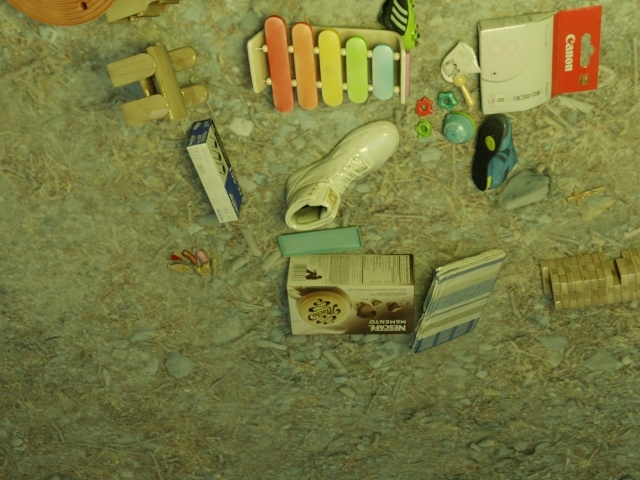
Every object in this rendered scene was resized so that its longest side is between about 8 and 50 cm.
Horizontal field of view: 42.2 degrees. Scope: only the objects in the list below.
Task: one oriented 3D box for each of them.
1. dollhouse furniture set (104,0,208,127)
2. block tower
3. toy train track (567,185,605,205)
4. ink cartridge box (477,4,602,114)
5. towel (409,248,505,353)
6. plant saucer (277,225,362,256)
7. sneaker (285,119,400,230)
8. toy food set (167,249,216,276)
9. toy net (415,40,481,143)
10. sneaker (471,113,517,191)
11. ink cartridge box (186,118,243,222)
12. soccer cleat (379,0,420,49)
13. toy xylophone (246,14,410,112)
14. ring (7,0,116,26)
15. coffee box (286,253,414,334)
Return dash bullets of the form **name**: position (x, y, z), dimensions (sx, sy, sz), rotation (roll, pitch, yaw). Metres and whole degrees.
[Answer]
- **dollhouse furniture set**: position (-0.280, -0.349, 1.541), dimensions (0.161, 0.212, 0.242), rotation (-13, 102, 16)
- **block tower**: position (0.691, 0.084, 1.933), dimensions (0.336, 0.097, 0.091), rotation (-8, 129, 11)
- **toy train track**: position (0.585, -0.105, 1.830), dimensions (0.083, 0.014, 0.048), rotation (-18, 120, 11)
- **ink cartridge box**: position (0.424, -0.346, 1.605), dimensions (0.233, 0.066, 0.189), rotation (-3, 130, 11)
- **towel**: position (0.325, 0.145, 1.991), dimensions (0.209, 0.034, 0.285), rotation (-16, 139, -27)
- **plant saucer**: position (0.000, 0.000, 1.948), dimensions (0.192, 0.018, 0.067), rotation (-6, 130, 9)
- **sneaker**: position (0.047, -0.123, 1.742), dimensions (0.293, 0.169, 0.108), rotation (-33, 120, 26)
- **toy food set**: position (-0.309, 0.049, 2.008), dimensions (0.122, 0.019, 0.078), rotation (12, 130, 3)
- **toy net**: position (0.261, -0.299, 1.665), dimensions (0.122, 0.045, 0.232), rotation (22, 131, 21)
- **sneaker**: position (0.373, -0.190, 1.726), dimensions (0.082, 0.069, 0.209), rotation (-21, 145, -16)
- **ink cartridge box**: position (-0.224, -0.148, 1.781), dimensions (0.046, 0.097, 0.207), rotation (-10, 129, 11)
- **soccer cleat**: position (0.143, -0.435, 1.543), dimensions (0.072, 0.060, 0.178), rotation (5, 132, 16)
- **toy xylophone**: position (0.014, -0.361, 1.571), dimensions (0.323, 0.081, 0.236), rotation (0, 130, 18)
- **ring**: position (-0.472, -0.543, 1.443), dimensions (0.337, 0.032, 0.336), rotation (10, 121, 17)
- **coffee box**: position (0.076, 0.129, 1.988), dimensions (0.297, 0.118, 0.168), rotation (0, 131, 4)
